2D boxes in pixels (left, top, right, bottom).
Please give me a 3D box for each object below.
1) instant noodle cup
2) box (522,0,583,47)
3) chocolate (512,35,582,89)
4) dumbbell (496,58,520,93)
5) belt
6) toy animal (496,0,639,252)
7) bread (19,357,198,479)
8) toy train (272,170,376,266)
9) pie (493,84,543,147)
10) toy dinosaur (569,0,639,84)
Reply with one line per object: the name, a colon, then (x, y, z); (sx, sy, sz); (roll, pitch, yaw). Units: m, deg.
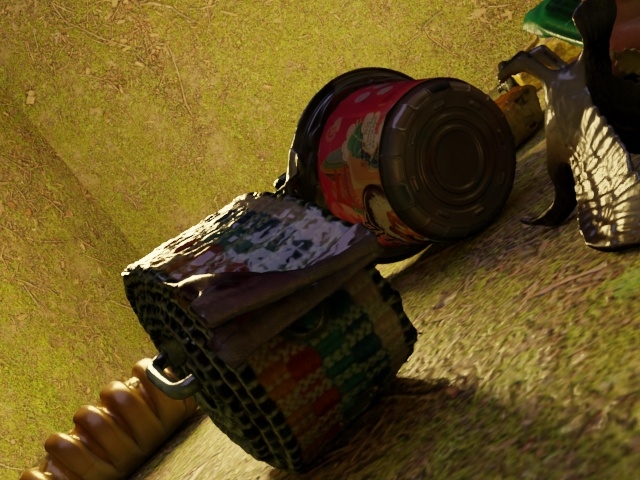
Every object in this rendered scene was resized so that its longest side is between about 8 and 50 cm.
instant noodle cup: (0.114, -0.094, 0.888); (0.302, 0.258, 0.182); (-44, 19, -18)
box: (0.467, -0.339, 0.955); (0.337, 0.106, 0.264); (-37, 26, 7)
chocolate: (0.578, -0.484, 1.513); (0.445, 0.162, 0.162); (-39, 4, 11)
dumbbell: (0.533, -0.427, 1.748); (0.255, 0.110, 0.110); (-30, 8, 30)
belt: (-0.058, 0.081, 0.598); (0.160, 0.206, 0.295); (-36, 18, -20)
toy animal: (0.217, -0.094, 0.610); (0.273, 0.160, 0.197); (-33, -2, -37)
bread: (-0.315, 0.293, 1.101); (0.311, 0.121, 0.173); (-42, 6, -25)
toy train: (-0.001, 0.000, 0.997); (0.083, 0.200, 0.132); (-38, 9, 36)
pie: (0.265, -0.162, 1.321); (0.339, 0.083, 0.339); (-41, 2, 2)
toy dinosaur: (0.297, -0.219, 0.751); (0.194, 0.177, 0.152); (-67, -7, 29)
